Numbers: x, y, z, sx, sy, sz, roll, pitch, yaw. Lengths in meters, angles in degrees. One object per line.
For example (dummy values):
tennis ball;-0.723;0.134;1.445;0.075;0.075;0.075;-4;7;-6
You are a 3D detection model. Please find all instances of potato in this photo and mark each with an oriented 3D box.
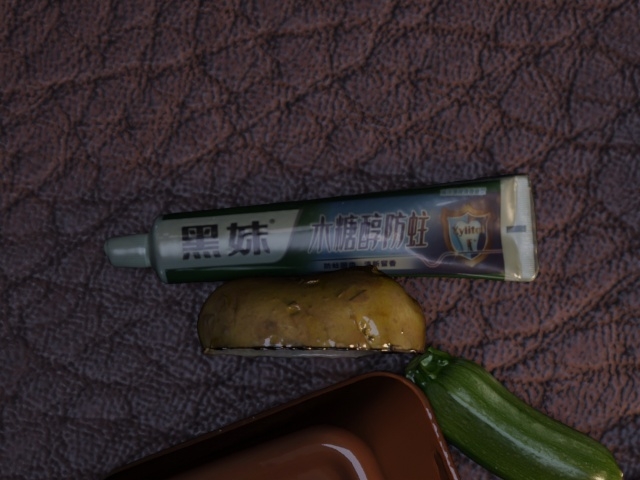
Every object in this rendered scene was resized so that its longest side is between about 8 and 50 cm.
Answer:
potato;-0.008;0.063;1.487;0.200;0.164;0.081;-2;84;-3

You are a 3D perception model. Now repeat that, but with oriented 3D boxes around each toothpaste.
toothpaste;0.000;0.000;1.537;0.392;0.061;0.099;-4;89;2

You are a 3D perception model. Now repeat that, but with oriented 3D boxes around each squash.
squash;0.169;0.172;1.518;0.219;0.068;0.077;34;110;4

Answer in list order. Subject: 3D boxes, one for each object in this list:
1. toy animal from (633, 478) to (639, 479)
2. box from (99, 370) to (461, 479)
toy animal;0.356;0.273;1.480;0.367;0.081;0.206;-20;61;-23
box;-0.053;0.281;1.424;0.339;0.229;0.239;-22;89;14
